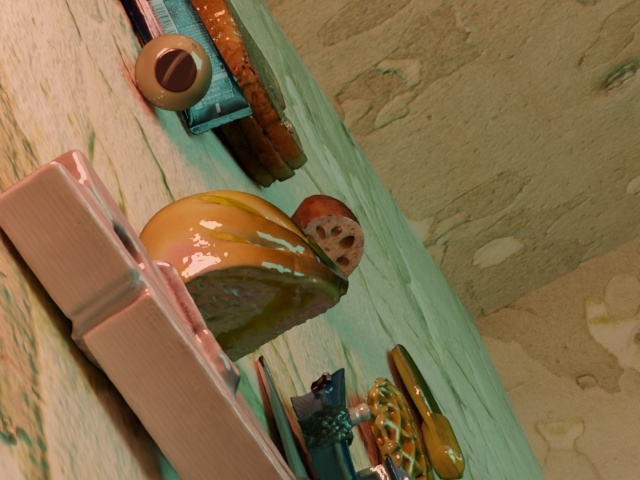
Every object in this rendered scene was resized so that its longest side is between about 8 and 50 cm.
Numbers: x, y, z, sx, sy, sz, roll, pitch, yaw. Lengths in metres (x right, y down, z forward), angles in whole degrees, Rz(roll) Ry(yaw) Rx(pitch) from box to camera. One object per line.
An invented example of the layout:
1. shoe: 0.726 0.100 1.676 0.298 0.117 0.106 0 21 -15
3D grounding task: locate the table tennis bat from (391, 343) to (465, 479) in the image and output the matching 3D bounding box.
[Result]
1. table tennis bat: 0.189 0.305 2.131 0.224 0.054 0.368 60 5 -18

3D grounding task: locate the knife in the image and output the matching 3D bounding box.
1. knife: -0.015 0.230 1.231 0.336 0.043 0.081 -109 173 -57

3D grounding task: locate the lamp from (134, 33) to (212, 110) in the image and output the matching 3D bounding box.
1. lamp: -0.180 -0.200 1.518 0.091 0.091 0.163 60 -7 -10

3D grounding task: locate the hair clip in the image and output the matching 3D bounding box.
1. hair clip: -0.117 0.085 0.939 0.330 0.085 0.101 59 7 -8

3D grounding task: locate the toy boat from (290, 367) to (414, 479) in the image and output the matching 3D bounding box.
1. toy boat: 0.040 0.230 1.305 0.109 0.098 0.237 78 -8 -52

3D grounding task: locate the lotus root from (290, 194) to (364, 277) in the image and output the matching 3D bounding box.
1. lotus root: 0.002 0.001 1.777 0.112 0.122 0.081 29 17 -26

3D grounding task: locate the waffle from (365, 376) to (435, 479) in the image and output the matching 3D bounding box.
1. waffle: 0.113 0.286 1.722 0.214 0.054 0.207 38 28 -74

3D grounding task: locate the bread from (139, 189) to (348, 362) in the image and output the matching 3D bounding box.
1. bread: -0.078 0.023 1.145 0.156 0.158 0.260 58 7 -1

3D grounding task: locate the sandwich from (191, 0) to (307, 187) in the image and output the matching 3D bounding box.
1. sandwich: -0.120 -0.228 1.869 0.249 0.095 0.273 57 8 -46

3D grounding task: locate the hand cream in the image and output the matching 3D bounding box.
1. hand cream: -0.188 -0.269 1.645 0.120 0.061 0.270 -27 86 -48
